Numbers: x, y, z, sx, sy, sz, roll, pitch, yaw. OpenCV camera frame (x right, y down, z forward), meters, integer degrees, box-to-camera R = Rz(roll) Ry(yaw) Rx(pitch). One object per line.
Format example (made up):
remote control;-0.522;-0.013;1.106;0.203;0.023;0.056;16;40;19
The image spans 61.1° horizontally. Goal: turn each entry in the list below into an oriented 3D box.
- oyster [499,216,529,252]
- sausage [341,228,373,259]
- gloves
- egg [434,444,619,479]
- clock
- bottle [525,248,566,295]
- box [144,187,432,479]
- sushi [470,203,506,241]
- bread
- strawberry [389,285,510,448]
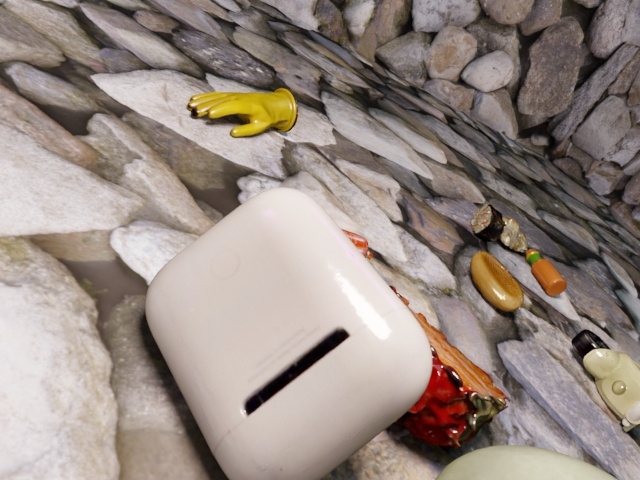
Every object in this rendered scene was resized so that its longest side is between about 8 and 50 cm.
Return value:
oyster;0.641;-0.017;1.807;0.163;0.081;0.191;41;33;1
sausage;0.000;0.000;1.112;0.274;0.074;0.074;15;35;-34
gloves;-0.206;-0.333;1.383;0.294;0.116;0.133;-12;26;-42
egg;0.283;0.390;0.645;0.352;0.258;0.258;33;29;-6
clock;0.811;0.392;1.346;0.378;0.120;0.276;31;24;-9
bottle;0.707;0.093;1.721;0.069;0.069;0.187;22;30;-22
box;-0.053;0.113;0.688;0.349;0.288;0.141;52;-2;27
sushi;0.537;-0.056;1.741;0.078;0.090;0.150;39;33;-11
bread;0.457;0.113;1.422;0.114;0.077;0.189;-8;48;-25
strawberry;0.158;0.219;0.889;0.280;0.150;0.253;43;9;18
